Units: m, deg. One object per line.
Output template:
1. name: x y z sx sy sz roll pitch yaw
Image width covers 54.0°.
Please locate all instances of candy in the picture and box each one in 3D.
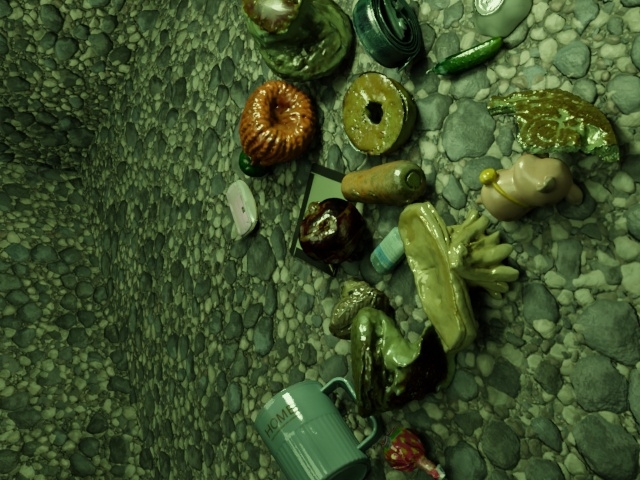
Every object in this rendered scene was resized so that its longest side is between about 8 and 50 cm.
1. candy: 0.320 0.647 1.724 0.365 0.124 0.124 32 110 36

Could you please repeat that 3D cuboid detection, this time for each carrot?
1. carrot: 0.000 0.000 2.150 0.049 0.049 0.254 -42 59 37
2. carrot: 0.194 -0.173 1.909 0.302 0.139 0.138 8 92 54

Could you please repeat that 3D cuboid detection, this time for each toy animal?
1. toy animal: 0.494 -0.130 1.550 0.248 0.165 0.149 -18 78 53

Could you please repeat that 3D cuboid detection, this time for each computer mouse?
1. computer mouse: -0.313 -0.128 2.525 0.126 0.056 0.245 -44 55 36

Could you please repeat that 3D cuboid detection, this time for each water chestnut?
1. water chestnut: 0.041 -0.013 2.008 0.224 0.238 0.223 -30 26 16

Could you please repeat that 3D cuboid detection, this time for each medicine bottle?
1. medicine bottle: 0.233 0.011 1.901 0.208 0.054 0.090 -51 50 30

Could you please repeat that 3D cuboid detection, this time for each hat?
1. hat: -0.164 -0.373 2.305 0.400 0.285 0.285 116 144 -67

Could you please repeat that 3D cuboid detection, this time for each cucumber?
1. cucumber: 0.404 -0.506 1.764 0.250 0.056 0.056 -13 77 45

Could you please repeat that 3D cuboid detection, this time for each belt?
1. belt: 0.202 -0.628 1.888 0.116 0.206 0.267 -28 72 47

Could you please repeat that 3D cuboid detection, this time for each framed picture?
1. framed picture: 0.010 -0.077 2.189 0.265 0.016 0.347 25 104 46

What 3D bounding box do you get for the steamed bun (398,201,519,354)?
1. steamed bun: 0.373 0.059 1.676 0.247 0.189 0.428 118 139 -56

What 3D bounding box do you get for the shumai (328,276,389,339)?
1. shumai: 0.104 0.200 1.958 0.206 0.166 0.175 -39 45 9

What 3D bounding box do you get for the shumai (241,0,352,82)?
1. shumai: -0.106 -0.739 2.097 0.324 0.323 0.397 -41 61 10

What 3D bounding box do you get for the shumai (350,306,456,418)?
1. shumai: 0.236 0.360 1.786 0.292 0.289 0.330 -97 3 -56

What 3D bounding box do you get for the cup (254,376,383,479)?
1. cup: 0.008 0.630 1.988 0.311 0.331 0.256 50 156 36

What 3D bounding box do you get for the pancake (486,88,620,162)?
1. pancake: 0.556 -0.273 1.519 0.197 0.054 0.376 -38 45 -7

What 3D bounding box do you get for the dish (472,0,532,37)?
1. dish: 0.471 -0.645 1.691 0.191 0.066 0.190 -6 83 48

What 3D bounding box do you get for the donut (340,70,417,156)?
1. donut: 0.189 -0.390 1.961 0.272 0.107 0.272 2 93 48
